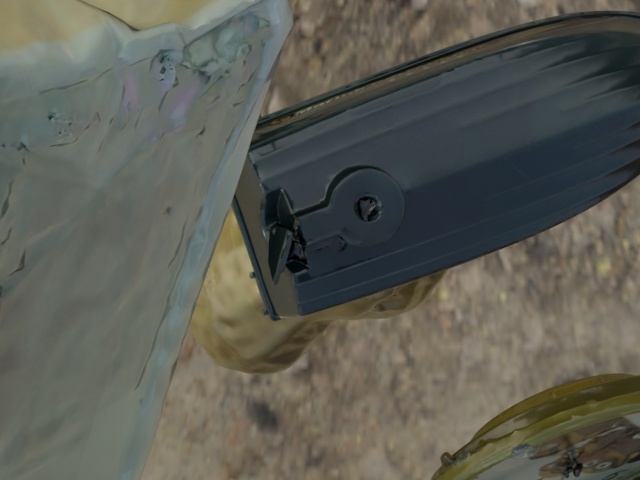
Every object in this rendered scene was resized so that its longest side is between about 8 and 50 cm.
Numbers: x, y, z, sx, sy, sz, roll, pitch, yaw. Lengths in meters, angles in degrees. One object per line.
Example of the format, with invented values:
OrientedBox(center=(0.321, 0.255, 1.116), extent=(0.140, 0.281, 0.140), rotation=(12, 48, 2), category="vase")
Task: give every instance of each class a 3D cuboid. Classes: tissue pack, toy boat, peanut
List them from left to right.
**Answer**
OrientedBox(center=(-0.251, 0.006, 0.583), extent=(0.405, 0.205, 0.332), rotation=(27, 114, 22), category="tissue pack")
OrientedBox(center=(0.000, 0.000, 1.357), extent=(0.149, 0.149, 0.313), rotation=(44, 135, -14), category="peanut")
OrientedBox(center=(0.088, -0.053, 1.045), extent=(0.296, 0.122, 0.114), rotation=(-21, 102, -13), category="toy boat")

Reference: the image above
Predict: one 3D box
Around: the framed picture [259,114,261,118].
OrientedBox(center=(-0.204, -0.097, 1.381), extent=(0.335, 0.022, 0.247), rotation=(-20, 121, -19), category="framed picture")

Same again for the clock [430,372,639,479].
OrientedBox(center=(0.170, 0.141, 1.266), extent=(0.237, 0.057, 0.237), rotation=(-15, 154, -8), category="clock")
